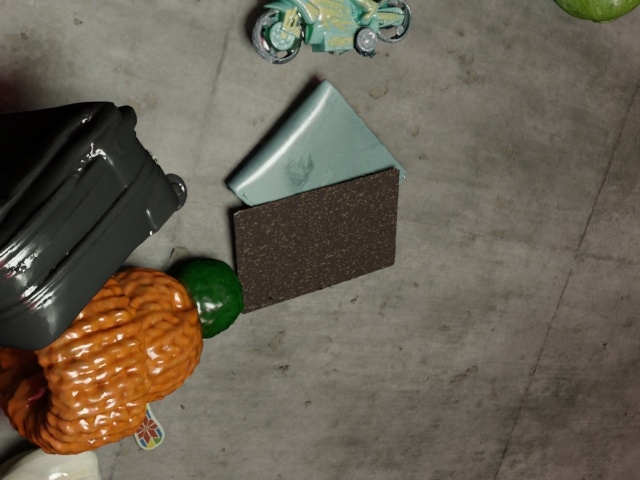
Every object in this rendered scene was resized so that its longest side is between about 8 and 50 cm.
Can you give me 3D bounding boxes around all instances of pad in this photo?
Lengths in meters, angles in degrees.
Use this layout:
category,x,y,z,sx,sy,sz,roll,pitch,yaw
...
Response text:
category,x,y,z,sx,sy,sz,roll,pitch,yaw
pad,0.000,0.000,1.512,0.330,0.004,0.220,-16,127,-24

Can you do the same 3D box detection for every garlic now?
category,x,y,z,sx,sy,sz,roll,pitch,yaw
garlic,-0.429,0.449,1.350,0.203,0.184,0.281,0,109,-53

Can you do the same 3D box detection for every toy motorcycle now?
category,x,y,z,sx,sy,sz,roll,pitch,yaw
toy motorcycle,0.018,-0.392,1.361,0.296,0.109,0.198,-10,104,-27

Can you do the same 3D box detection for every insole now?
category,x,y,z,sx,sy,sz,roll,pitch,yaw
insole,-0.324,0.294,1.462,0.065,0.006,0.193,-32,122,-18

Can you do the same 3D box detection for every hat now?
category,x,y,z,sx,sy,sz,roll,pitch,yaw
hat,-0.288,0.166,1.298,0.400,0.285,0.285,-3,110,-44

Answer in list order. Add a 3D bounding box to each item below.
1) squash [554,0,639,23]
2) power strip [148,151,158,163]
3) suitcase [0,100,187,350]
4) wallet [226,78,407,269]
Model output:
category,x,y,z,sx,sy,sz,roll,pitch,yaw
squash,0.511,-0.559,1.518,0.310,0.310,0.309,-41,142,-12
power strip,-0.320,-0.063,1.289,0.192,0.035,0.081,-41,153,-13
suitcase,-0.389,-0.016,1.048,0.339,0.345,0.188,-58,135,-36
wallet,0.002,-0.109,1.485,0.251,0.054,0.290,-48,133,-1
